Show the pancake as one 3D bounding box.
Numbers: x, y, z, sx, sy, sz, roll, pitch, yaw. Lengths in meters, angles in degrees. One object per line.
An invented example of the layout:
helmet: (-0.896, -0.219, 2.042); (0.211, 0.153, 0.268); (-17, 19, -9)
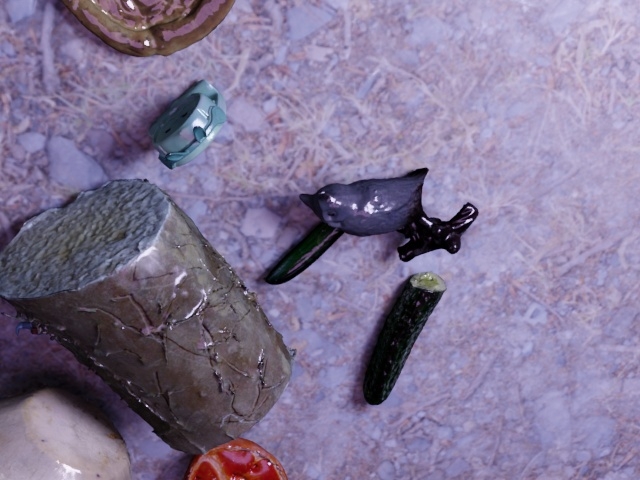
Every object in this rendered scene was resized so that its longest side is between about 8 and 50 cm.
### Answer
pancake: (-0.196, -0.336, 1.326); (0.250, 0.031, 0.250); (-4, 116, -8)

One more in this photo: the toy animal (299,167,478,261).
toy animal: (0.082, -0.054, 1.457); (0.210, 0.121, 0.117); (21, 78, -31)

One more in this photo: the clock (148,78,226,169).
clock: (-0.156, -0.131, 1.376); (0.101, 0.135, 0.041); (-41, 115, 10)

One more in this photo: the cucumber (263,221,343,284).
cucumber: (0.000, 0.000, 1.525); (0.184, 0.033, 0.036); (-44, 137, 8)

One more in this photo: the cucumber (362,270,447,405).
cucumber: (0.106, 0.141, 1.605); (0.058, 0.052, 0.215); (2, 122, -42)

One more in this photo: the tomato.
tomato: (-0.122, 0.337, 1.651); (0.155, 0.069, 0.155); (-2, 115, -5)

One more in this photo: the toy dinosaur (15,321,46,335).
toy dinosaur: (-0.351, 0.104, 1.509); (0.083, 0.047, 0.030); (-4, 118, -9)

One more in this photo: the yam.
yam: (-0.204, 0.097, 1.434); (0.241, 0.241, 0.348); (-35, 120, 8)

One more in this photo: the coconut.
coconut: (-0.377, 0.330, 1.510); (0.245, 0.245, 0.247); (31, 108, -22)
